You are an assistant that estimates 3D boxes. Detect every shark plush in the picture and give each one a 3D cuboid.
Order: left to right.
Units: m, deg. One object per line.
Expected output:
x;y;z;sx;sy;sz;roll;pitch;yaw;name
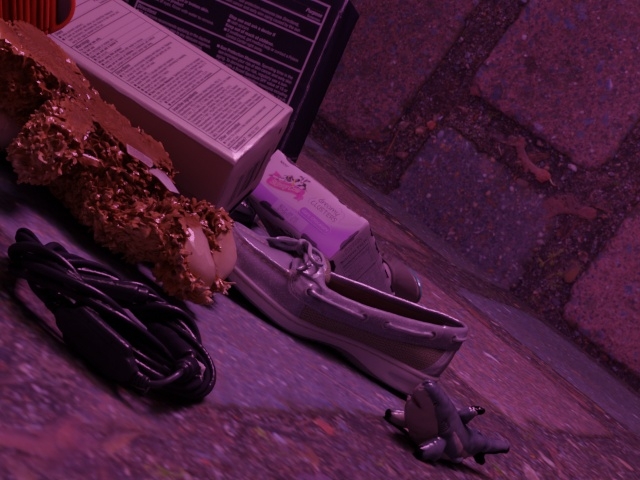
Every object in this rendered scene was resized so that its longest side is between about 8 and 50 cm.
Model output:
0.142;0.193;1.032;0.161;0.067;0.073;31;9;-25;shark plush

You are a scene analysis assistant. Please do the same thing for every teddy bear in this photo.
-0.213;-0.058;0.975;0.338;0.113;0.245;41;13;-13;teddy bear

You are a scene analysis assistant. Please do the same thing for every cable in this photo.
-0.152;0.047;0.762;0.184;0.047;0.150;37;9;13;cable

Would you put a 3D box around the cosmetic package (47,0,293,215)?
-0.202;-0.150;1.144;0.296;0.129;0.153;34;40;6;cosmetic package

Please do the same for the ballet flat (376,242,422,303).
0.085;0.048;1.647;0.068;0.072;0.213;0;25;-25;ballet flat

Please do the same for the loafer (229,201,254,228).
-0.168;-0.083;1.285;0.223;0.078;0.076;31;10;-26;loafer

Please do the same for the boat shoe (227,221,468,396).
0.018;0.062;1.139;0.320;0.103;0.118;33;9;-16;boat shoe

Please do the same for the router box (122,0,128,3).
-0.346;-0.334;1.760;0.046;0.133;0.179;27;12;-39;router box

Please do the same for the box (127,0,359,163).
-0.136;-0.267;1.512;0.296;0.294;0.183;25;8;5;box

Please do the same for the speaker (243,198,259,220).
-0.101;-0.051;1.449;0.055;0.055;0.136;36;9;3;speaker

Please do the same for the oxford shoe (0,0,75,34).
-0.384;-0.250;1.018;0.271;0.097;0.098;0;18;-21;oxford shoe

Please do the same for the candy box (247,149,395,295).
0.000;0.000;1.296;0.165;0.070;0.196;41;-12;29;candy box
